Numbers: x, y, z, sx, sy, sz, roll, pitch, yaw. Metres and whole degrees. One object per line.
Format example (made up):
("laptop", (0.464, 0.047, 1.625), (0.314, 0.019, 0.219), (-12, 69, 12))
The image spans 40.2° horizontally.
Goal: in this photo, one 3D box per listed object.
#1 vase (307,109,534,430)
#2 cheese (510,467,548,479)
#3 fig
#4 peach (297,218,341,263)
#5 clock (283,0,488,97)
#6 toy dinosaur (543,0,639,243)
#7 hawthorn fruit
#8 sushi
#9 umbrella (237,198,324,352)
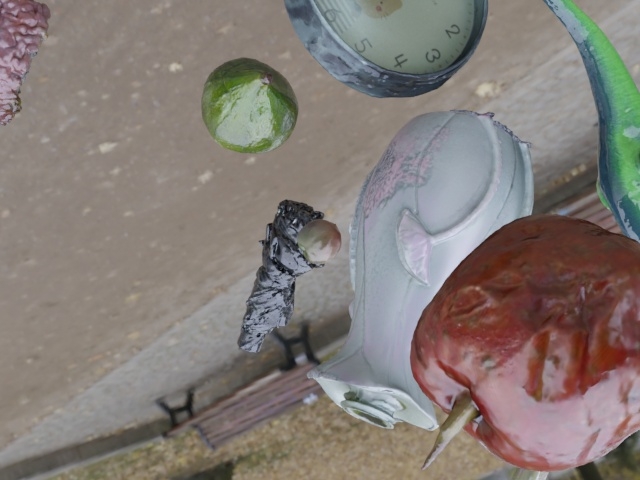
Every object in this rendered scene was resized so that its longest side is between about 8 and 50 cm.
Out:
("vase", (0.139, 0.043, 1.238), (0.250, 0.445, 0.250), (20, 160, 7))
("cheese", (0.313, 0.412, 1.388), (0.192, 0.037, 0.097), (-47, 142, -37))
("fig", (-0.131, -0.285, 1.680), (0.203, 0.203, 0.235), (-19, 160, -20))
("peach", (0.000, 0.002, 1.573), (0.083, 0.083, 0.083), (-22, 167, -5))
("clock", (0.070, -0.257, 0.889), (0.226, 0.226, 0.049), (-17, 176, -27))
("toy dinosaur", (0.361, -0.067, 1.104), (0.144, 0.500, 0.374), (-30, -151, 58))
("hawthorn fruit", (0.226, 0.099, 0.872), (0.262, 0.258, 0.258), (-3, 157, -35))
("sushi", (-0.604, -0.350, 1.593), (0.171, 0.236, 0.270), (19, 163, -23))
("umbrella", (-0.078, 0.087, 1.775), (0.128, 0.336, 0.154), (12, -169, -27))
